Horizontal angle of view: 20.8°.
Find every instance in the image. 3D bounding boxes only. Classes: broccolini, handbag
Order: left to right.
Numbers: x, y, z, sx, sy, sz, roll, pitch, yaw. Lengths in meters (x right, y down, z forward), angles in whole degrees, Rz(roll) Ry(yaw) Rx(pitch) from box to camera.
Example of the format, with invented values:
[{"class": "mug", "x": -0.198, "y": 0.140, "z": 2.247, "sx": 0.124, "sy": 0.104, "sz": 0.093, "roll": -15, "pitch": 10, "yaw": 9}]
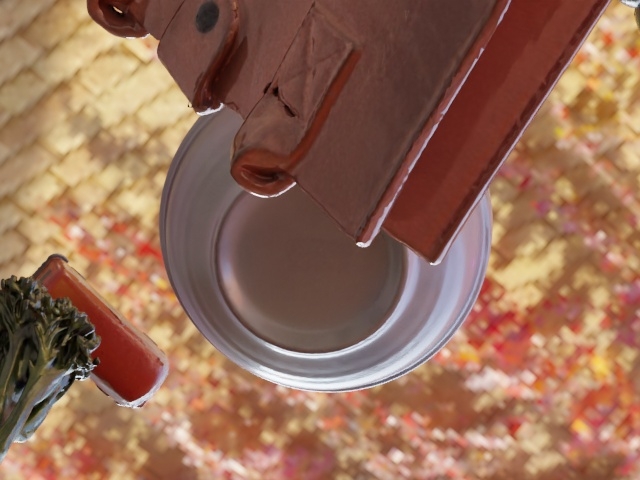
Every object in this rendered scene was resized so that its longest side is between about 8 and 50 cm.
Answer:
[{"class": "broccolini", "x": -0.145, "y": 0.105, "z": 0.775, "sx": 0.216, "sy": 0.058, "sz": 0.067, "roll": -80, "pitch": -162, "yaw": -49}, {"class": "handbag", "x": -0.002, "y": -0.108, "z": 0.565, "sx": 0.212, "sy": 0.059, "sz": 0.157, "roll": 46, "pitch": -68, "yaw": 39}]

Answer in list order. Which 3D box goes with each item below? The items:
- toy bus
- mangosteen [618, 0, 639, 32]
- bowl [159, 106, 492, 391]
[{"class": "toy bus", "x": -0.223, "y": 0.096, "z": 1.735, "sx": 0.079, "sy": 0.174, "sz": 0.077, "roll": -48, "pitch": -165, "yaw": -9}, {"class": "mangosteen", "x": 0.338, "y": -0.261, "z": 1.460, "sx": 0.210, "sy": 0.210, "sz": 0.210, "roll": -37, "pitch": -151, "yaw": 25}, {"class": "bowl", "x": 0.000, "y": 0.000, "z": 1.434, "sx": 0.287, "sy": 0.287, "sz": 0.144, "roll": -43, "pitch": -173, "yaw": 14}]
